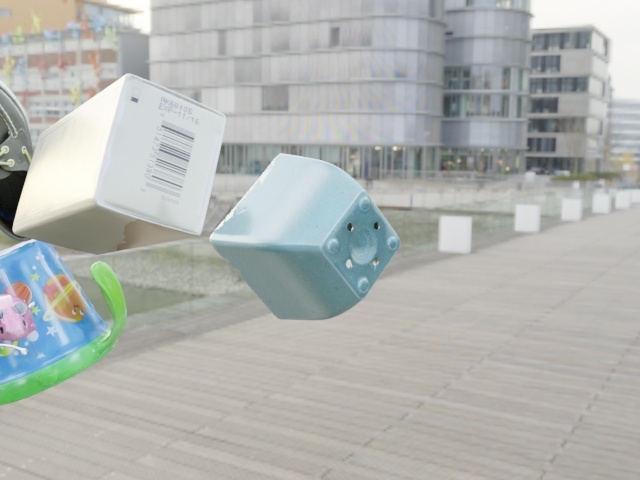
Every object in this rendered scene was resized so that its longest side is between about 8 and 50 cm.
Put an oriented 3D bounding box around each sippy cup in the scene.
[{"bbox_3d":[-0.498,0.124,1.229,0.305,0.224,0.240,-27,11,-21],"label":"sippy cup"}]

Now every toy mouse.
[{"bbox_3d":[-0.269,0.067,0.550,0.143,0.031,0.161,0,13,36],"label":"toy mouse"}]

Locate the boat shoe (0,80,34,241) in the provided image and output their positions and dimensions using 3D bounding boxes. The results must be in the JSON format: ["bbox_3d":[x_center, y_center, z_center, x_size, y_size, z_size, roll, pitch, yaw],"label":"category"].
[{"bbox_3d":[-0.487,-0.121,1.102,0.109,0.305,0.091,-14,53,-12],"label":"boat shoe"}]

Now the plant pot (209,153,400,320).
[{"bbox_3d":[0.000,0.000,1.372,0.252,0.248,0.247,5,51,49],"label":"plant pot"}]

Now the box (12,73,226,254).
[{"bbox_3d":[-0.249,-0.073,0.857,0.121,0.148,0.311,19,-14,-34],"label":"box"}]
